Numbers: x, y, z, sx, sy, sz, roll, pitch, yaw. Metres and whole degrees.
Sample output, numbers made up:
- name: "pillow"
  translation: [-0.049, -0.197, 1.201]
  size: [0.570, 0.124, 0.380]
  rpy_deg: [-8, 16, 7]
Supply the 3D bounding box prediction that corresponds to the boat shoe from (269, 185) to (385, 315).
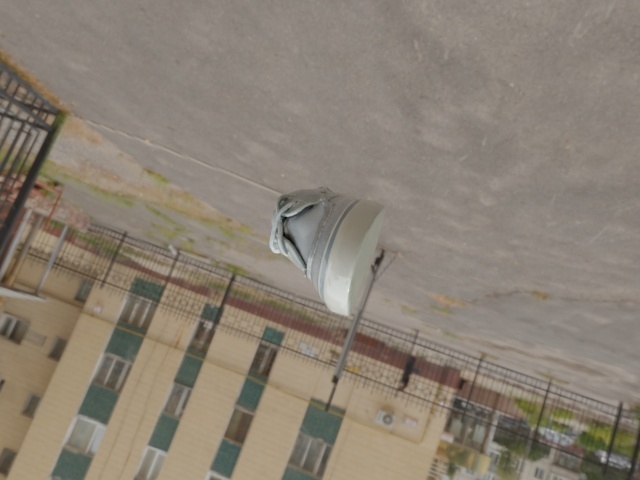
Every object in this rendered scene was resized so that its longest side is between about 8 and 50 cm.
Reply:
- name: "boat shoe"
  translation: [0.000, -0.001, 0.447]
  size: [0.081, 0.079, 0.227]
  rpy_deg: [16, -174, 3]
